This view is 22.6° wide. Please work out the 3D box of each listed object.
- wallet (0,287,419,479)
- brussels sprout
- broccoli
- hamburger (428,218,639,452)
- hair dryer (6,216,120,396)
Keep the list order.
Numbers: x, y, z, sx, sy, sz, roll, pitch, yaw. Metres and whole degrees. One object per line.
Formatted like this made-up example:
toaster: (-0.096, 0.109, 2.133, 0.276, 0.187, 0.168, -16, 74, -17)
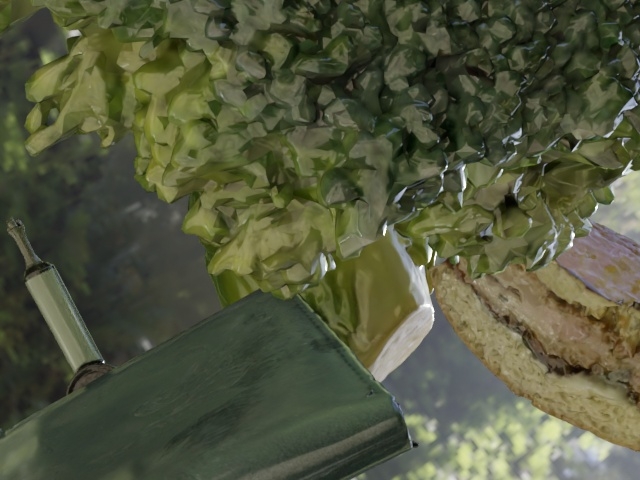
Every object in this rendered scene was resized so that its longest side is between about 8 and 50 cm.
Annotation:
wallet: (-0.090, 0.127, 1.018, 0.054, 0.251, 0.290, 65, -6, -17)
brussels sprout: (-0.002, 0.000, 1.558, 0.294, 0.227, 0.259, 54, -9, 20)
broccoli: (0.018, -0.116, 0.735, 0.317, 0.338, 0.277, 91, -24, -77)
hamburger: (0.248, 0.068, 1.412, 0.282, 0.245, 0.155, 55, -47, 35)
hair dryer: (-0.208, 0.068, 1.318, 0.197, 0.057, 0.100, 63, -5, 1)
